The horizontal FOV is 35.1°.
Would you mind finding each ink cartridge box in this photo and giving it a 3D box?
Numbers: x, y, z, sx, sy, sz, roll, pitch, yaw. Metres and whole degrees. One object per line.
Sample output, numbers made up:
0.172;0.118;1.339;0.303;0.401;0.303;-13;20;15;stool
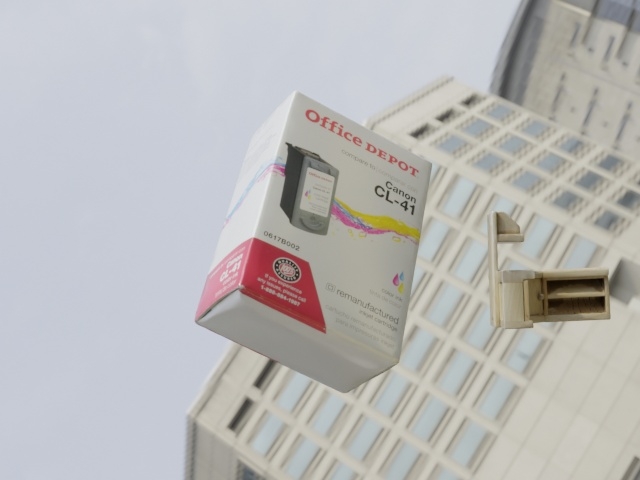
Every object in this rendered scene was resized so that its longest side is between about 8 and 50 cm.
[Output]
0.000;0.000;1.256;0.131;0.226;0.306;-39;31;51;ink cartridge box

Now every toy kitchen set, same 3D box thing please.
0.138;0.016;0.603;0.083;0.075;0.068;25;-118;-85;toy kitchen set
